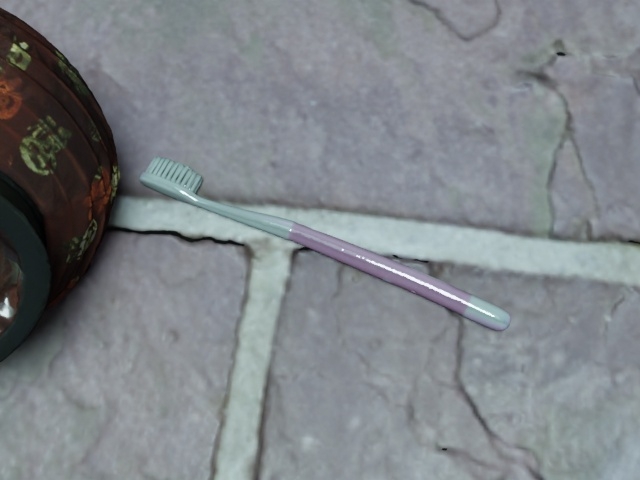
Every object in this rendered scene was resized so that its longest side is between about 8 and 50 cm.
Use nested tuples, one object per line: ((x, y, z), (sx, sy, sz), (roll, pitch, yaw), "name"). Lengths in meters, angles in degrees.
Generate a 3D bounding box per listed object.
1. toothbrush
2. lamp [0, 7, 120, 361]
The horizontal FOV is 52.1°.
((0.000, 0.000, 0.470), (0.286, 0.020, 0.025), (23, 70, 8), "toothbrush")
((-0.244, -0.034, 0.388), (0.247, 0.247, 0.247), (0, 75, 1), "lamp")
